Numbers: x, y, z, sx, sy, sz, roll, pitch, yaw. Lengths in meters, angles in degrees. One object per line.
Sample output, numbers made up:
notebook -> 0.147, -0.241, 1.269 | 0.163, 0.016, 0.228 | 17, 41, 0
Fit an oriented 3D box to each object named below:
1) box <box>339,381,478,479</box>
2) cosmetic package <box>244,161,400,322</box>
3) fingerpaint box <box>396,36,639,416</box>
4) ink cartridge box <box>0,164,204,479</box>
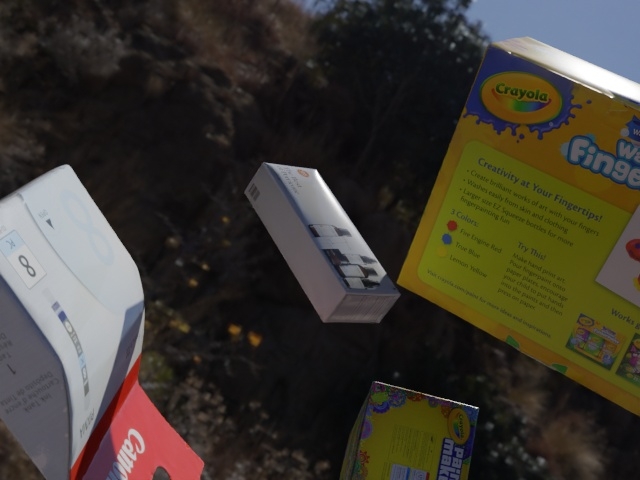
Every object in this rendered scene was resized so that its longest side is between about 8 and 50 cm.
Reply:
box -> 0.116, 0.419, 1.649 | 0.177, 0.290, 0.279 | 14, -27, 0
cosmetic package -> 0.000, 0.000, 1.335 | 0.099, 0.060, 0.239 | 6, 40, -43
fingerpaint box -> 0.378, -0.015, 1.378 | 0.445, 0.371, 0.163 | 28, 25, 21
ink cartridge box -> -0.217, 0.125, 1.035 | 0.385, 0.091, 0.308 | 56, 9, -10
